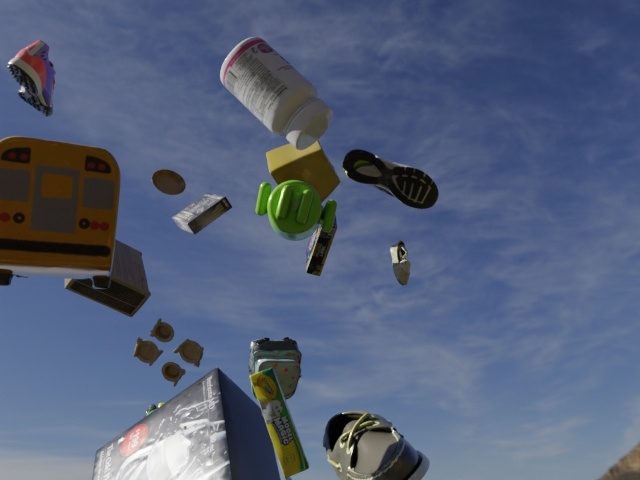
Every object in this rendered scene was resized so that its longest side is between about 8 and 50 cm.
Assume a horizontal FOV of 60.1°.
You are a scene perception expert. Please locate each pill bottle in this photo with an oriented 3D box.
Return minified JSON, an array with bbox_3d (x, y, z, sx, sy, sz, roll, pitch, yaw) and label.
[{"bbox_3d":[-0.110,-0.376,1.433,0.160,0.283,0.160,-43,-11,-10],"label":"pill bottle"}]

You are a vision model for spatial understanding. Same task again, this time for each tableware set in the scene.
[{"bbox_3d":[-0.383,0.281,1.388,0.168,0.020,0.141,37,-73,-2],"label":"tableware set"}]

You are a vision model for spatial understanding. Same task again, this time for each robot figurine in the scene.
[{"bbox_3d":[-0.032,-0.036,0.695,0.101,0.067,0.115,12,-9,1],"label":"robot figurine"}]

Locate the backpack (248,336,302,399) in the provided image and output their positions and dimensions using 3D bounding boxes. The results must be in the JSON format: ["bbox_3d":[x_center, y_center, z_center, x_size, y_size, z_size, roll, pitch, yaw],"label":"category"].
[{"bbox_3d":[-0.143,0.419,1.748,0.165,0.144,0.189,1,-65,-15],"label":"backpack"}]

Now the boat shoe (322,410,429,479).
[{"bbox_3d":[0.061,0.291,0.762,0.109,0.091,0.305,-34,-8,-14],"label":"boat shoe"}]

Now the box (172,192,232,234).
[{"bbox_3d":[-0.468,-0.109,2.175,0.231,0.183,0.056,14,-40,59],"label":"box"}]

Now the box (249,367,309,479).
[{"bbox_3d":[-0.059,0.292,0.856,0.043,0.179,0.105,-18,-17,-8],"label":"box"}]

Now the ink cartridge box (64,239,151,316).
[{"bbox_3d":[-0.565,0.074,1.458,0.193,0.235,0.088,35,-81,-35],"label":"ink cartridge box"}]

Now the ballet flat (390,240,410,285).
[{"bbox_3d":[0.250,0.064,1.703,0.057,0.168,0.052,28,-56,-29],"label":"ballet flat"}]

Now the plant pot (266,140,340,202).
[{"bbox_3d":[-0.052,-0.237,1.931,0.187,0.212,0.212,-30,-62,7],"label":"plant pot"}]

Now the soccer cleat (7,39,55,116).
[{"bbox_3d":[-0.821,-0.465,1.624,0.108,0.116,0.318,34,-19,-9],"label":"soccer cleat"}]

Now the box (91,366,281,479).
[{"bbox_3d":[-0.246,0.468,1.011,0.312,0.343,0.179,-35,-60,2],"label":"box"}]

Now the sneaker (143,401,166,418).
[{"bbox_3d":[-0.401,0.633,1.785,0.343,0.134,0.146,15,8,-18],"label":"sneaker"}]

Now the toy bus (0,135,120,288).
[{"bbox_3d":[-0.288,-0.017,0.611,0.108,0.130,0.332,4,-2,-22],"label":"toy bus"}]

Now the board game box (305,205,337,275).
[{"bbox_3d":[0.000,0.000,1.677,0.048,0.141,0.170,15,-67,-10],"label":"board game box"}]

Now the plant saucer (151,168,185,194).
[{"bbox_3d":[-0.373,-0.139,1.357,0.083,0.083,0.015,11,-42,-27],"label":"plant saucer"}]

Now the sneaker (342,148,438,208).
[{"bbox_3d":[0.206,-0.185,1.615,0.299,0.111,0.121,26,9,-3],"label":"sneaker"}]
